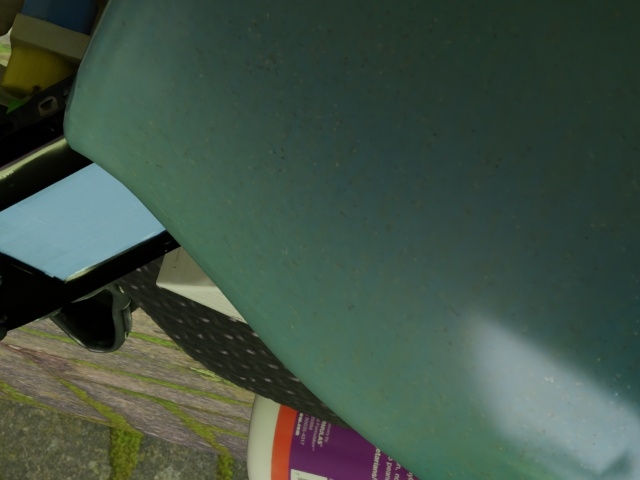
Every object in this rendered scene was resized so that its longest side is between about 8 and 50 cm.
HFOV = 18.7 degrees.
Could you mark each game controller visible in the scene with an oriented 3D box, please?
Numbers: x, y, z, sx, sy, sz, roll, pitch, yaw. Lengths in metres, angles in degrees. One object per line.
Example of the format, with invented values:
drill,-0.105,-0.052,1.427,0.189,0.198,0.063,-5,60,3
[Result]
game controller,-0.066,-0.041,0.857,0.319,0.067,0.166,-27,168,11

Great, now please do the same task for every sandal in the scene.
sandal,-0.073,0.004,1.399,0.167,0.107,0.446,5,151,43

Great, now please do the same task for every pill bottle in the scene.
pill bottle,0.109,0.184,1.715,0.323,0.181,0.181,11,167,18

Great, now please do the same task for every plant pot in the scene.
plant pot,0.063,-0.046,0.655,0.255,0.272,0.271,30,167,-1

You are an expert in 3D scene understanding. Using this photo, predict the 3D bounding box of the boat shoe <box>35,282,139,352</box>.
boat shoe,-0.215,0.014,1.529,0.127,0.113,0.340,13,167,11

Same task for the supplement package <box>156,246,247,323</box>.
supplement package,0.000,0.000,1.232,0.179,0.105,0.105,2,161,46

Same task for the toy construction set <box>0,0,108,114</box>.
toy construction set,-0.196,-0.101,0.982,0.215,0.151,0.327,19,156,-16
